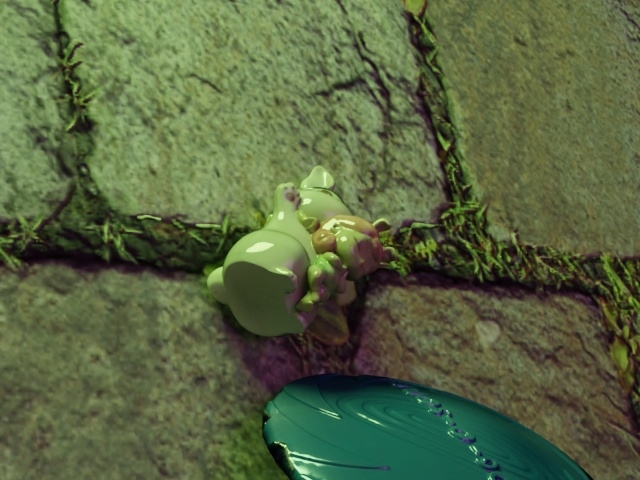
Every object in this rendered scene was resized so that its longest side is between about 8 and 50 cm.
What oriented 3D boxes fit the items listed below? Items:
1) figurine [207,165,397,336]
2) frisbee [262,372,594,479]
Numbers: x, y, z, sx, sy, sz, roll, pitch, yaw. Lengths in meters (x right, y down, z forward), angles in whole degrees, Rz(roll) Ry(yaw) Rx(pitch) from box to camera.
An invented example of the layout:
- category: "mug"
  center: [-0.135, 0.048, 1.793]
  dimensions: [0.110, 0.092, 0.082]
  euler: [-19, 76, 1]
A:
- category: "figurine"
  center: [0.001, 0.009, 1.227]
  dimensions: [0.098, 0.081, 0.146]
  euler: [26, 41, 19]
- category: "frisbee"
  center: [0.082, 0.138, 1.155]
  dimensions: [0.242, 0.045, 0.242]
  euler: [18, 20, -7]
